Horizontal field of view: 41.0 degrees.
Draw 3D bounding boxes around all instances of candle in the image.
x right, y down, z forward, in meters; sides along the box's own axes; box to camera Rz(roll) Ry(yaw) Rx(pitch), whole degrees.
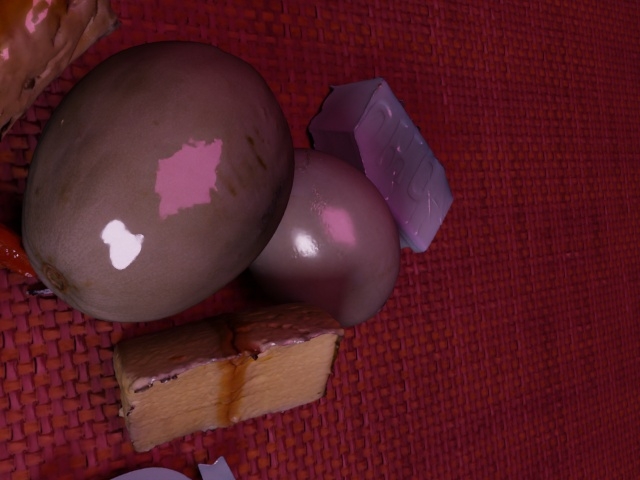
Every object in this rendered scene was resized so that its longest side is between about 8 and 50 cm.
[{"bbox_3d":[-0.316,0.009,0.851,0.162,0.053,0.048,40,61,-39],"label":"candle"}]

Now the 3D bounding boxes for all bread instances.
[{"bbox_3d":[-0.094,0.155,0.899,0.240,0.178,0.135,-13,97,-13],"label":"bread"}]

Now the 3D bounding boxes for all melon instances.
[{"bbox_3d":[-0.158,-0.061,0.867,0.272,0.272,0.308,33,81,-36],"label":"melon"}]

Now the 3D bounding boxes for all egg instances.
[{"bbox_3d":[0.000,0.000,1.051,0.186,0.187,0.253,-52,127,-33],"label":"egg"}]

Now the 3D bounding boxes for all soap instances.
[{"bbox_3d":[0.086,-0.107,1.208,0.230,0.091,0.145,48,56,-30],"label":"soap"}]

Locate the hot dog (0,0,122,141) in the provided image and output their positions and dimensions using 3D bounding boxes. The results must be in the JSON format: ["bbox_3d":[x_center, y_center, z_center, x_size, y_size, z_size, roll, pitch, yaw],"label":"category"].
[{"bbox_3d":[-0.409,-0.182,0.692,0.367,0.196,0.365,44,56,-25],"label":"hot dog"}]

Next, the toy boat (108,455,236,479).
[{"bbox_3d":[-0.205,0.348,0.913,0.292,0.070,0.210,4,86,-45],"label":"toy boat"}]
